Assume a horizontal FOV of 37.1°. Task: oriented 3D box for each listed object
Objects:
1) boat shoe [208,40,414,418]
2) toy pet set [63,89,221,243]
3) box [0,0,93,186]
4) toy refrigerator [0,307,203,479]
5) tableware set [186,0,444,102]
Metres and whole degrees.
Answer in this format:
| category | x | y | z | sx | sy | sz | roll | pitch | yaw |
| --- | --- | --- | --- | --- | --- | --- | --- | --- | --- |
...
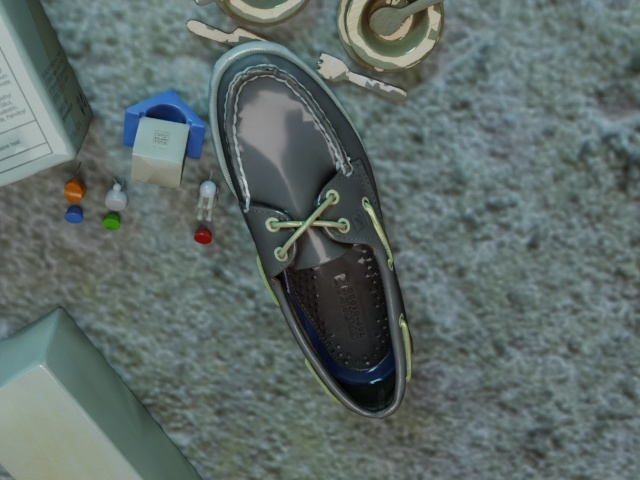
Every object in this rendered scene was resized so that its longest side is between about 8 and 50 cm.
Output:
| category | x | y | z | sx | sy | sz | roll | pitch | yaw |
| --- | --- | --- | --- | --- | --- | --- | --- | --- | --- |
| boat shoe | 0.000 | 0.000 | 0.765 | 0.117 | 0.096 | 0.324 | -19 | 117 | 2 |
| toy pet set | -0.138 | -0.061 | 0.765 | 0.122 | 0.065 | 0.114 | 10 | 146 | -7 |
| box | -0.289 | -0.185 | 0.648 | 0.148 | 0.121 | 0.311 | -19 | 113 | 2 |
| toy refrigerator | -0.190 | 0.201 | 0.833 | 0.094 | 0.102 | 0.269 | -30 | 113 | 6 |
| tableware set | 0.007 | -0.186 | 0.726 | 0.194 | 0.039 | 0.128 | 17 | 110 | -13 |
